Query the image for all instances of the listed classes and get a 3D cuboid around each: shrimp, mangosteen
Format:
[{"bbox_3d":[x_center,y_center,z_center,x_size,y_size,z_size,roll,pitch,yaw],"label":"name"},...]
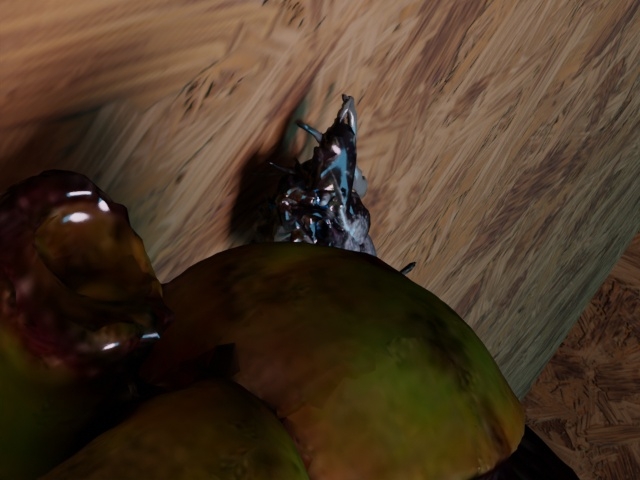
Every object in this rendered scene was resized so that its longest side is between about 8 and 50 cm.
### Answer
[{"bbox_3d":[0.004,0.002,0.729,0.174,0.076,0.082,101,7,-65],"label":"shrimp"},{"bbox_3d":[-0.038,0.140,0.454,0.300,0.300,0.300,-49,168,-15],"label":"mangosteen"}]
